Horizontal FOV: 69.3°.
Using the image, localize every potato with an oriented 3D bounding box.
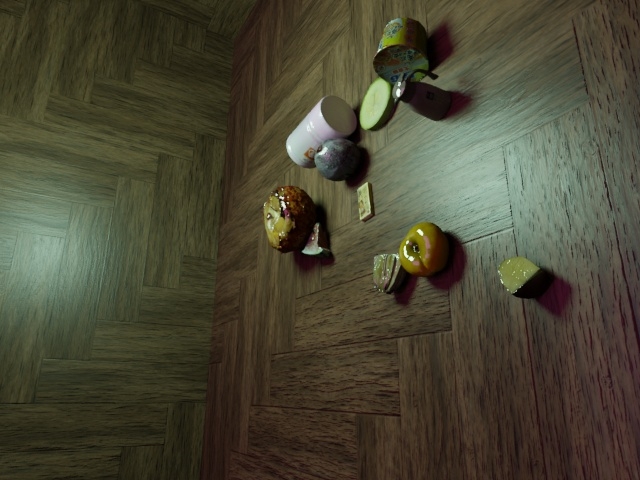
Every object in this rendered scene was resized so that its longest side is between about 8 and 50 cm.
[{"bbox_3d":[0.507,0.090,1.163,0.096,0.066,0.103,-39,34,17],"label":"potato"}]

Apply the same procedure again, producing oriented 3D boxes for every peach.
[{"bbox_3d":[0.325,0.033,1.459,0.179,0.103,0.179,-20,66,55],"label":"peach"}]

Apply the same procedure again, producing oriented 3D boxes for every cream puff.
[{"bbox_3d":[-0.136,-0.104,2.185,0.350,0.229,0.350,19,112,59],"label":"cream puff"}]

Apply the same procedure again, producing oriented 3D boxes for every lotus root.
[{"bbox_3d":[0.245,0.115,1.607,0.143,0.070,0.144,10,85,55],"label":"lotus root"}]

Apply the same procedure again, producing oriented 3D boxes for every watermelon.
[{"bbox_3d":[-0.015,0.017,2.075,0.121,0.098,0.158,-32,57,35],"label":"watermelon"}]

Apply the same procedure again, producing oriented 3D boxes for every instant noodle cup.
[{"bbox_3d":[0.299,-0.688,1.671,0.205,0.205,0.152,-19,54,57],"label":"instant noodle cup"}]

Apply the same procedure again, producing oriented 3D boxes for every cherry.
[{"bbox_3d":[0.070,-0.344,1.950,0.195,0.195,0.195,-28,57,54],"label":"cherry"}]

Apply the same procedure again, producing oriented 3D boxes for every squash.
[{"bbox_3d":[0.228,-0.557,1.890,0.219,0.041,0.219,-29,56,54],"label":"squash"}]

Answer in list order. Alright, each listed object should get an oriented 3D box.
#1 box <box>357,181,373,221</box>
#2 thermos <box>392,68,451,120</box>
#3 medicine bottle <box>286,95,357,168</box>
[{"bbox_3d":[0.180,-0.155,1.859,0.073,0.020,0.149,-36,51,50],"label":"box"},{"bbox_3d":[0.332,-0.490,1.530,0.137,0.193,0.105,-67,30,19],"label":"thermos"},{"bbox_3d":[0.001,-0.483,2.099,0.316,0.202,0.202,-33,52,52],"label":"medicine bottle"}]
